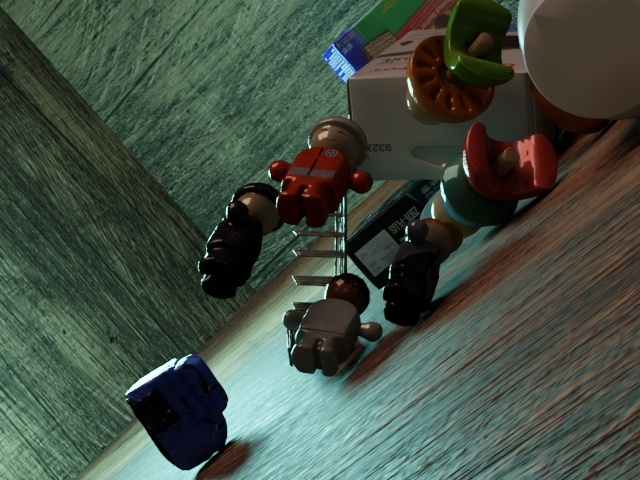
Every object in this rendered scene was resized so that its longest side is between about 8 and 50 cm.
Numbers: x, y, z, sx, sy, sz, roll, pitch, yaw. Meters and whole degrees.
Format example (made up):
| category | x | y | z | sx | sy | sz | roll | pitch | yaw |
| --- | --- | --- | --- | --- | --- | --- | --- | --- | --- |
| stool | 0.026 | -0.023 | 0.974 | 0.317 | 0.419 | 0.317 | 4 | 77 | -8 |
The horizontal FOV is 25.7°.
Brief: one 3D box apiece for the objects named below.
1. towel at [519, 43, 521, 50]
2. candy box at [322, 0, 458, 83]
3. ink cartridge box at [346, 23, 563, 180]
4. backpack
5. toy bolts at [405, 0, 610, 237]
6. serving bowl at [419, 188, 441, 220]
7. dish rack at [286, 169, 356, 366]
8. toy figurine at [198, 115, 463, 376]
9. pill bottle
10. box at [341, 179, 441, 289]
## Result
| category | x | y | z | sx | sy | sz | roll | pitch | yaw |
| --- | --- | --- | --- | --- | --- | --- | --- | --- | --- |
| towel | 0.320 | -0.224 | 1.616 | 0.152 | 0.023 | 0.113 | 14 | 29 | 29 |
| candy box | 0.209 | -0.308 | 2.505 | 0.268 | 0.317 | 0.122 | -43 | 4 | -8 |
| ink cartridge box | 0.182 | -0.178 | 1.733 | 0.223 | 0.129 | 0.307 | 0 | 19 | 18 |
| backpack | -0.157 | 0.203 | 1.640 | 0.101 | 0.120 | 0.098 | -31 | 3 | 13 |
| toy bolts | 0.192 | -0.108 | 1.500 | 0.158 | 0.218 | 0.228 | 130 | 150 | -57 |
| serving bowl | 0.157 | -0.030 | 1.681 | 0.083 | 0.027 | 0.083 | -37 | 31 | 27 |
| dish rack | 0.000 | 0.000 | 1.592 | 0.074 | 0.272 | 0.208 | 1 | 1 | -3 |
| toy figurine | 0.010 | 0.007 | 1.391 | 0.213 | 0.209 | 0.148 | -40 | 14 | 38 |
| pill bottle | 0.299 | -0.229 | 1.343 | 0.181 | 0.181 | 0.323 | -40 | 3 | 36 |
| box | 0.130 | -0.037 | 1.806 | 0.180 | 0.077 | 0.147 | -40 | 3 | 23 |
